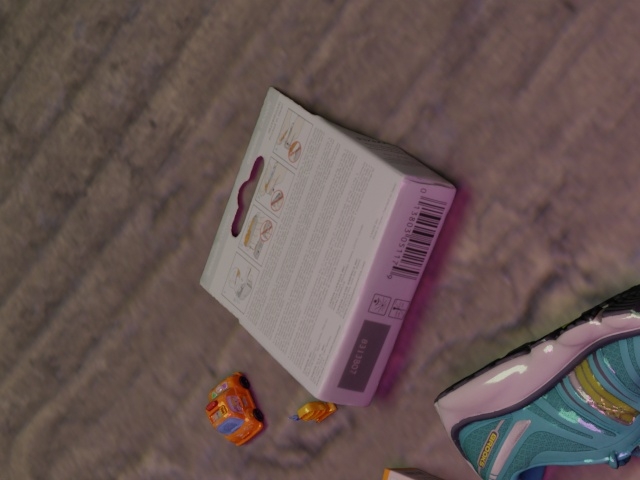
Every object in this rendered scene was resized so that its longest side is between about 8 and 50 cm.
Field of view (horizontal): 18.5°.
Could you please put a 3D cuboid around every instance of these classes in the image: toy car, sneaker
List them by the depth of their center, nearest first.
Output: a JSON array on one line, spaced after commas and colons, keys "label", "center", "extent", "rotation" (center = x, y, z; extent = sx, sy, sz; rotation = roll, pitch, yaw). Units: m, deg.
[{"label": "sneaker", "center": [0.205, 0.098, 1.352], "extent": [0.275, 0.107, 0.110], "rotation": [-34, 84, 39]}, {"label": "toy car", "center": [-0.048, 0.127, 1.587], "extent": [0.122, 0.040, 0.060], "rotation": [-21, 72, 38]}]

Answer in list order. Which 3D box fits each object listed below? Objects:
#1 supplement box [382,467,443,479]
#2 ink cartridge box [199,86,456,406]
[{"label": "supplement box", "center": [0.088, 0.213, 1.462], "extent": [0.098, 0.036, 0.062], "rotation": [19, 98, 41]}, {"label": "ink cartridge box", "center": [0.000, 0.000, 1.567], "extent": [0.232, 0.066, 0.189], "rotation": [42, 114, 59]}]
